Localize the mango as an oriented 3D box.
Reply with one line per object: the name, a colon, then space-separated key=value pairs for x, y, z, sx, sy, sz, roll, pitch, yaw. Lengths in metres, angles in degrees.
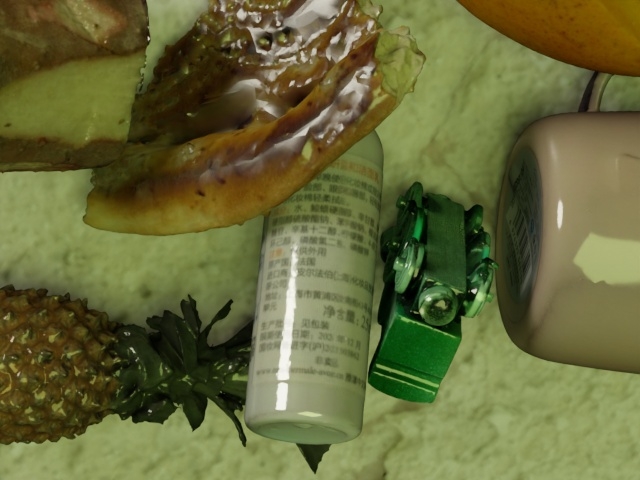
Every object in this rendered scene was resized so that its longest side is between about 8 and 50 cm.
mango: x=0.156 y=-0.199 z=1.296 sx=0.252 sy=0.154 sz=0.126 roll=26 pitch=75 yaw=-9

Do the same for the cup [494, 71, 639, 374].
cup: x=0.236 y=-0.029 z=1.361 sx=0.200 sy=0.191 sz=0.252 roll=4 pitch=76 yaw=-8

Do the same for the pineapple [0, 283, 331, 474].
pineapple: x=-0.113 y=0.099 z=1.358 sx=0.277 sy=0.119 sz=0.130 roll=2 pitch=88 yaw=-13

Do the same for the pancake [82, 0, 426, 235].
pancake: x=-0.056 y=-0.130 z=1.291 sx=0.266 sy=0.057 sz=0.244 roll=-7 pitch=79 yaw=27

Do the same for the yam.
yam: x=-0.228 y=-0.105 z=1.221 sx=0.238 sy=0.128 sz=0.129 roll=-4 pitch=82 yaw=-37

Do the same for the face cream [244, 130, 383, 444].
face cream: x=0.000 y=0.000 z=1.308 sx=0.082 sy=0.082 sz=0.269 roll=11 pitch=71 yaw=-14

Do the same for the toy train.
toy train: x=0.074 y=0.030 z=1.341 sx=0.071 sy=0.178 sz=0.104 roll=19 pitch=113 yaw=-5
